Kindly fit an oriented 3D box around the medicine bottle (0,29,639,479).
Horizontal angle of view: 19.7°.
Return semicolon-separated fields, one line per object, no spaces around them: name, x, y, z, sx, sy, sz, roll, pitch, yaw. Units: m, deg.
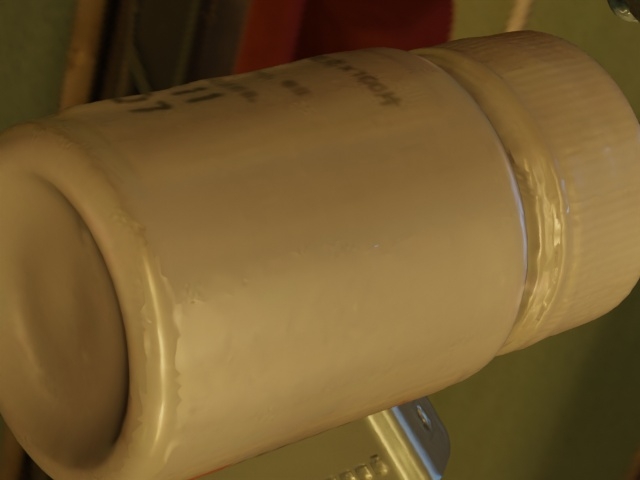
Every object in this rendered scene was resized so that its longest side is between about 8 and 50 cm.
medicine bottle;0.000;0.000;1.056;0.371;0.211;0.211;-16;137;-37

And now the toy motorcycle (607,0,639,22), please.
toy motorcycle;0.250;-0.259;1.277;0.154;0.260;0.206;-1;161;-21

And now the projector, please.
projector;-0.041;0.159;1.624;0.250;0.108;0.198;-25;105;24
